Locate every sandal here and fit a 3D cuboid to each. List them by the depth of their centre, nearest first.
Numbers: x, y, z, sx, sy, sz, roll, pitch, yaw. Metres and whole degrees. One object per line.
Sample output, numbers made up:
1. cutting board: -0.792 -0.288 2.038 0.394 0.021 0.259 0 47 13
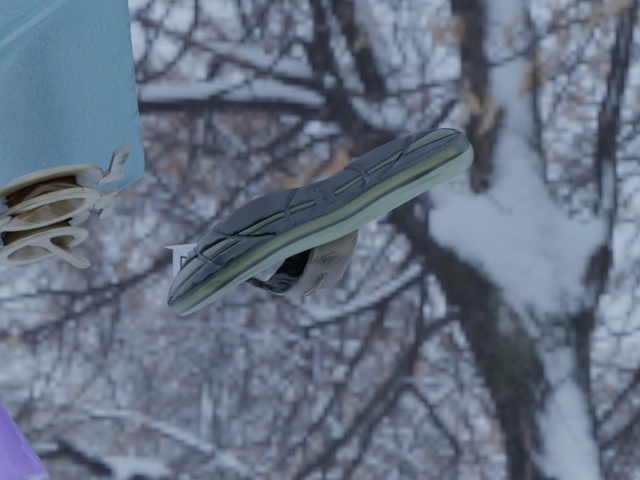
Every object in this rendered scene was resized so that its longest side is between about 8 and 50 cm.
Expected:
1. sandal: 0.001 0.000 1.425 0.303 0.086 0.120 -24 21 12

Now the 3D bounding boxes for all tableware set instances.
1. tableware set: -0.199 -0.009 1.181 0.128 0.039 0.194 -16 -9 -15

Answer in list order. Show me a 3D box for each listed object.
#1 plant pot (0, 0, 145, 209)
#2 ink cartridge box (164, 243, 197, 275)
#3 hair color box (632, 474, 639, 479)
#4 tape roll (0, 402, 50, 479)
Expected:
1. plant pot: -0.333 -0.121 1.434 0.247 0.252 0.248 23 -43 24
2. ink cartridge box: -0.110 0.022 1.601 0.048 0.028 0.083 -5 10 -41
3. hair color box: 0.268 0.197 1.017 0.185 0.110 0.339 -15 -6 22
4. tape roll: -0.304 0.189 1.008 0.275 0.090 0.275 -35 -8 -6
